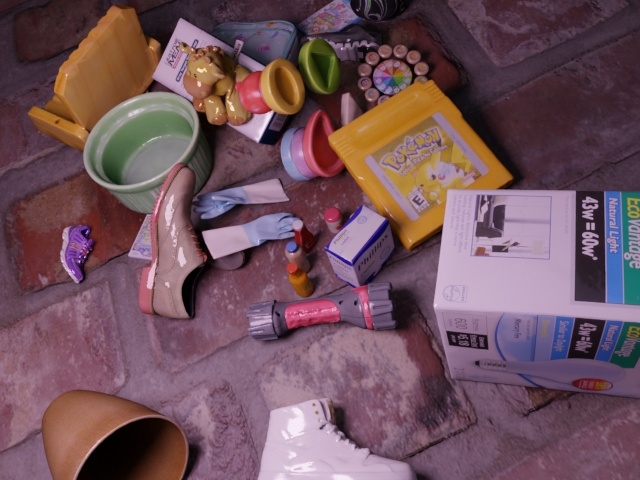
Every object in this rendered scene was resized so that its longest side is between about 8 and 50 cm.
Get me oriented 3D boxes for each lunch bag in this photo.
[{"bbox_3d":[-0.201,-0.506,1.804,0.279,0.108,0.224,7,62,19],"label":"lunch bag"}]

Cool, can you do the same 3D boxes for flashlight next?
[{"bbox_3d":[0.002,0.152,1.342,0.304,0.103,0.103,-10,60,8],"label":"flashlight"}]

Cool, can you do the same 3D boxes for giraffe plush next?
[{"bbox_3d":[-0.248,-0.379,1.521,0.182,0.170,0.210,8,96,19],"label":"giraffe plush"}]

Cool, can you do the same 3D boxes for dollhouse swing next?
[{"bbox_3d":[-0.632,-0.463,1.735,0.315,0.305,0.346,25,72,24],"label":"dollhouse swing"}]

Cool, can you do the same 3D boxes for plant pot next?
[{"bbox_3d":[-0.422,0.390,1.258,0.254,0.237,0.237,21,66,42],"label":"plant pot"}]

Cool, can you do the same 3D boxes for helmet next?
[{"bbox_3d":[0.156,-0.696,1.781,0.170,0.161,0.169,-2,56,3],"label":"helmet"}]

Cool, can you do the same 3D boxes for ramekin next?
[{"bbox_3d":[-0.423,-0.214,1.660,0.304,0.148,0.303,-7,58,11],"label":"ramekin"}]

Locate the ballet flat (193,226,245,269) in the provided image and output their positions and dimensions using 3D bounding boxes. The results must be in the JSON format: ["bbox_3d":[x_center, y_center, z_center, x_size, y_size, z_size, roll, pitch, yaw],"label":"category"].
[{"bbox_3d":[-0.276,0.005,1.537,0.250,0.084,0.058,15,21,24],"label":"ballet flat"}]

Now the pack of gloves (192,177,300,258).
[{"bbox_3d":[-0.168,-0.068,1.508,0.232,0.046,0.195,-15,52,-22],"label":"pack of gloves"}]

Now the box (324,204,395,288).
[{"bbox_3d":[0.087,0.019,1.378,0.072,0.137,0.126,31,71,29],"label":"box"}]

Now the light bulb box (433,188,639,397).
[{"bbox_3d":[0.398,0.097,1.110,0.361,0.358,0.225,2,62,18],"label":"light bulb box"}]

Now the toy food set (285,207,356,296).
[{"bbox_3d":[0.000,0.000,1.434,0.232,0.104,0.111,-44,58,-13],"label":"toy food set"}]

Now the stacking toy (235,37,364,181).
[{"bbox_3d":[-0.044,-0.309,1.553,0.130,0.309,0.279,-6,37,38],"label":"stacking toy"}]

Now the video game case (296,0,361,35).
[{"bbox_3d":[0.029,-0.626,1.871,0.166,0.015,0.119,-36,56,-8],"label":"video game case"}]

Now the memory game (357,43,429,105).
[{"bbox_3d":[0.185,-0.419,1.667,0.186,0.012,0.186,-2,75,6],"label":"memory game"}]

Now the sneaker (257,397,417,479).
[{"bbox_3d":[0.031,0.367,1.196,0.293,0.108,0.169,-3,61,16],"label":"sneaker"}]

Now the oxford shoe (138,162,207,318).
[{"bbox_3d":[-0.303,0.005,1.457,0.130,0.123,0.348,12,99,13],"label":"oxford shoe"}]

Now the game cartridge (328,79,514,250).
[{"bbox_3d":[0.220,-0.181,1.467,0.285,0.052,0.323,-33,73,-7],"label":"game cartridge"}]

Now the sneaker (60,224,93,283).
[{"bbox_3d":[-0.593,0.026,1.610,0.071,0.068,0.169,-14,55,0],"label":"sneaker"}]

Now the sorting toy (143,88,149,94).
[{"bbox_3d":[-0.562,-0.337,1.848,0.193,0.038,0.208,-21,60,3],"label":"sorting toy"}]

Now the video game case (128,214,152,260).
[{"bbox_3d":[-0.411,-0.007,1.611,0.087,0.011,0.122,7,61,19],"label":"video game case"}]

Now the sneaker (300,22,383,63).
[{"bbox_3d":[0.064,-0.536,1.772,0.234,0.078,0.106,9,59,16],"label":"sneaker"}]

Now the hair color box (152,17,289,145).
[{"bbox_3d":[-0.235,-0.400,1.662,0.347,0.105,0.173,33,103,14],"label":"hair color box"}]
